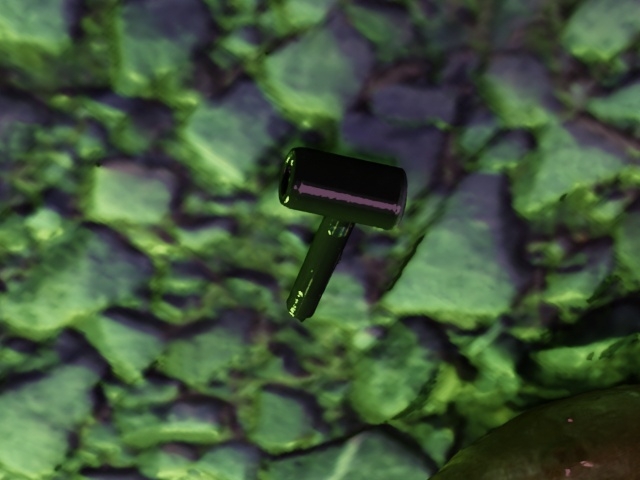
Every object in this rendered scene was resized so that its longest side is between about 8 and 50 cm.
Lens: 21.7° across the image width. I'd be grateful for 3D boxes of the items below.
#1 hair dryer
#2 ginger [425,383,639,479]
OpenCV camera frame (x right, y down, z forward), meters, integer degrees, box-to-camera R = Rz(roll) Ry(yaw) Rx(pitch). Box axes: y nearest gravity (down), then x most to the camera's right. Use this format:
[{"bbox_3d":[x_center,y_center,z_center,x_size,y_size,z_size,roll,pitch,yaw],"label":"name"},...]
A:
[{"bbox_3d":[0.000,0.000,0.666,0.047,0.026,0.083,12,132,-12],"label":"hair dryer"},{"bbox_3d":[0.257,0.036,0.673,0.348,0.122,0.363,16,113,-30],"label":"ginger"}]
